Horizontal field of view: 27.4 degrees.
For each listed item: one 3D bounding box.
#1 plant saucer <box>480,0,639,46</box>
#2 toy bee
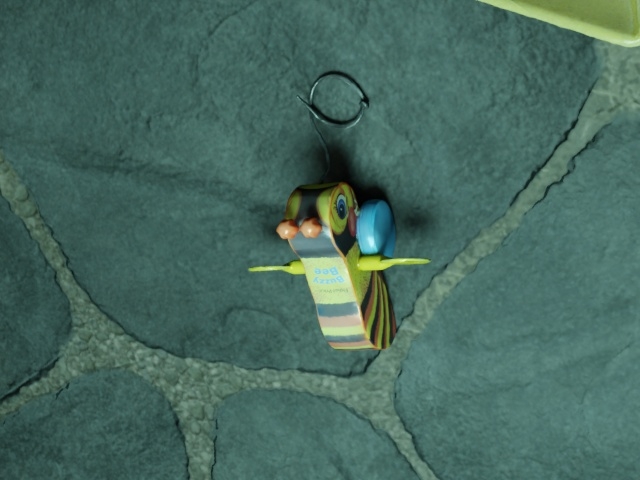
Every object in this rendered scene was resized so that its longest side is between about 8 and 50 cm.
[{"bbox_3d":[0.182,-0.376,1.160,0.333,0.081,0.332,22,125,20],"label":"plant saucer"},{"bbox_3d":[0.000,0.000,1.405,0.195,0.162,0.298,-27,98,29],"label":"toy bee"}]
